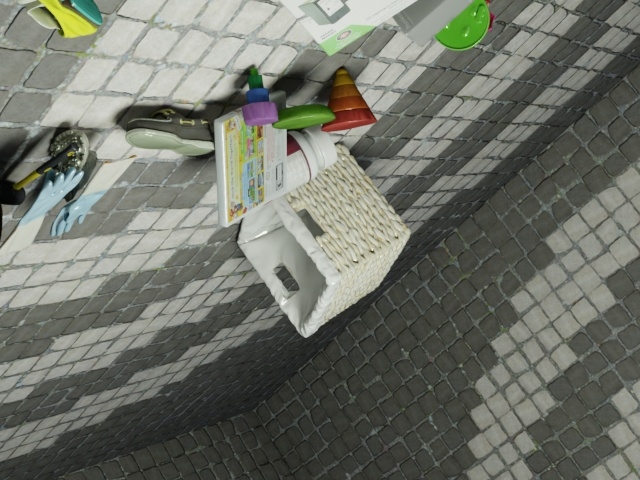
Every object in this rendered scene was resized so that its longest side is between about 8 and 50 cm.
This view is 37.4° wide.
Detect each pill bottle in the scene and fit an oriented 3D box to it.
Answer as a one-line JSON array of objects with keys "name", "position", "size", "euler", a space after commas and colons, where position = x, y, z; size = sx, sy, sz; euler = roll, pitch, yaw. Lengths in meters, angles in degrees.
[{"name": "pill bottle", "position": [-0.082, -0.168, 2.084], "size": [0.221, 0.121, 0.121], "euler": [-29, 161, -17]}]

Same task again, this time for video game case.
[{"name": "video game case", "position": [-0.137, -0.166, 1.896], "size": [0.206, 0.026, 0.227], "euler": [-35, 136, -46]}]

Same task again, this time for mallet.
[{"name": "mallet", "position": [-0.481, -0.113, 1.618], "size": [0.190, 0.039, 0.062], "euler": [-27, 164, 15]}]

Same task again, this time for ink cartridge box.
[{"name": "ink cartridge box", "position": [0.029, -0.442, 1.543], "size": [0.198, 0.114, 0.273], "euler": [-30, 161, 13]}]

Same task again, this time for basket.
[{"name": "basket", "position": [0.000, 0.000, 2.329], "size": [0.266, 0.328, 0.331], "euler": [-27, 160, -27]}]

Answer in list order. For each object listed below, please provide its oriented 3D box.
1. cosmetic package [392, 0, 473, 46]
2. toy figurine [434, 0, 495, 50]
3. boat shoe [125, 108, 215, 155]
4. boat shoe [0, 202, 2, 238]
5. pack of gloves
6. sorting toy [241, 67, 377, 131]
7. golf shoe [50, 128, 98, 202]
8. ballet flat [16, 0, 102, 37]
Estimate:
[{"name": "cosmetic package", "position": [0.230, -0.495, 1.784], "size": [0.238, 0.127, 0.107], "euler": [-41, 161, 14]}, {"name": "toy figurine", "position": [0.327, -0.497, 2.024], "size": [0.159, 0.130, 0.173], "euler": [-29, 142, -62]}, {"name": "boat shoe", "position": [-0.280, -0.205, 1.743], "size": [0.081, 0.068, 0.228], "euler": [-10, 173, 28]}, {"name": "boat shoe", "position": [-0.608, -0.050, 1.521], "size": [0.123, 0.123, 0.342], "euler": [10, 157, 2]}, {"name": "pack of gloves", "position": [-0.452, -0.074, 1.636], "size": [0.232, 0.046, 0.195], "euler": [-43, 171, 33]}, {"name": "sorting toy", "position": [-0.025, -0.292, 1.896], "size": [0.127, 0.126, 0.366], "euler": [-9, 177, 39]}, {"name": "golf shoe", "position": [-0.428, -0.148, 1.664], "size": [0.086, 0.069, 0.176], "euler": [-46, 176, -38]}, {"name": "ballet flat", "position": [-0.368, -0.332, 1.262], "size": [0.077, 0.077, 0.231], "euler": [-18, 165, 5]}]
